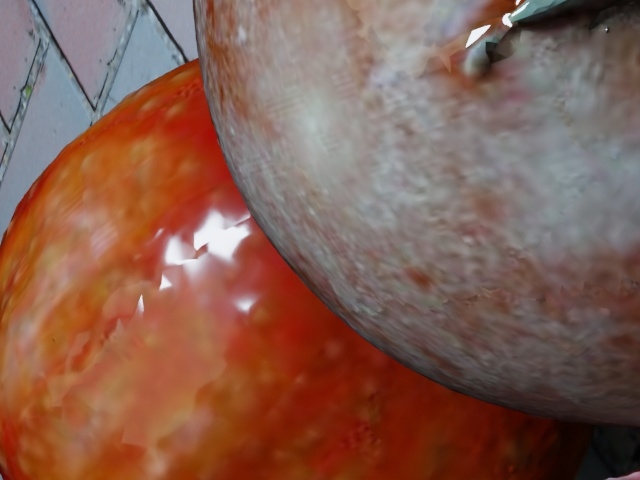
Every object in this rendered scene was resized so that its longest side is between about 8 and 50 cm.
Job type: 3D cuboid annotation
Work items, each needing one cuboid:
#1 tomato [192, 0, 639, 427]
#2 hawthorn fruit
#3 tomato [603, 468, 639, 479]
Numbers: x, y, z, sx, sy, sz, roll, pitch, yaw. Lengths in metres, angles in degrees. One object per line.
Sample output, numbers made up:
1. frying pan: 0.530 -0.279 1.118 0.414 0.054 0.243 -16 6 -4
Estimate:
1. tomato: 0.108 -0.092 0.556 0.282 0.316 0.317 161 104 -66
2. hawthorn fruit: 0.004 0.023 0.773 0.330 0.287 0.287 -53 47 20
3. tomato: 0.193 0.153 0.575 0.309 0.170 0.309 11 118 22
